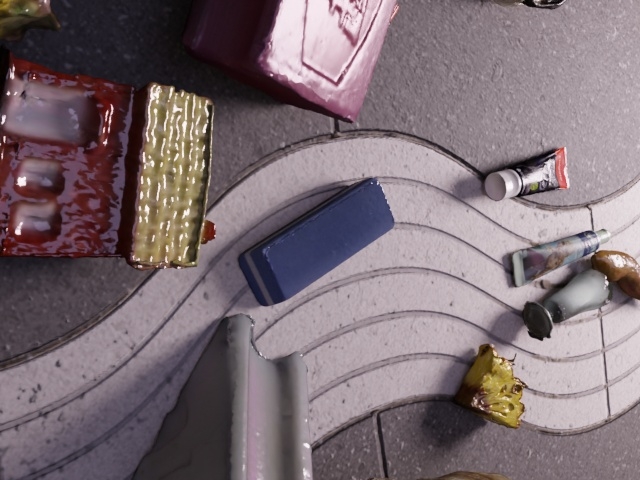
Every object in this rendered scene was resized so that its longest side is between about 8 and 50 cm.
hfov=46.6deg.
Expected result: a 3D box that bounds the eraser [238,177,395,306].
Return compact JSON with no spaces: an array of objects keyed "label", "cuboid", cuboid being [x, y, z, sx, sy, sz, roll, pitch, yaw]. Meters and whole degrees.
[{"label":"eraser","cuboid":[0.000,0.000,0.993,0.225,0.036,0.082,-34,109,-25]}]

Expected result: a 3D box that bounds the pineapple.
[{"label":"pineapple","cuboid":[0.258,0.232,1.159,0.116,0.069,0.137,-15,92,-24]}]

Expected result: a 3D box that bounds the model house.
[{"label":"model house","cuboid":[-0.223,-0.073,0.784,0.253,0.160,0.196,7,90,-34]}]

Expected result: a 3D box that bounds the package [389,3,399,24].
[{"label":"package","cuboid":[0.024,-0.344,0.992,0.200,0.022,0.083,37,75,-29]}]

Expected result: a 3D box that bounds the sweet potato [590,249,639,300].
[{"label":"sweet potato","cuboid":[0.548,0.062,1.324,0.218,0.051,0.065,27,76,-31]}]

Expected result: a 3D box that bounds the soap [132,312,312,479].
[{"label":"soap","cuboid":[-0.142,0.288,0.926,0.159,0.257,0.302,36,31,-28]}]

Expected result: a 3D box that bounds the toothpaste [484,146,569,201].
[{"label":"toothpaste","cuboid":[0.342,-0.105,1.194,0.193,0.045,0.071,-14,101,-36]}]

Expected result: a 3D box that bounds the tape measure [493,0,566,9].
[{"label":"tape measure","cuboid":[0.326,-0.487,1.096,0.231,0.133,0.271,42,63,-34]}]

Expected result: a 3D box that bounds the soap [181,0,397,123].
[{"label":"soap","cuboid":[0.000,-0.341,0.848,0.233,0.128,0.360,12,97,-60]}]

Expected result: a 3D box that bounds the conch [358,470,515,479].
[{"label":"conch","cuboid":[0.162,0.448,1.039,0.352,0.210,0.297,26,81,4]}]

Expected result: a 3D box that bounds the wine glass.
[{"label":"wine glass","cuboid":[0.408,0.106,1.232,0.155,0.072,0.072,-23,105,-28]}]

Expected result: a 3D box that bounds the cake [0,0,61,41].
[{"label":"cake","cuboid":[-0.365,-0.295,0.641,0.285,0.222,0.228,-5,98,-32]}]

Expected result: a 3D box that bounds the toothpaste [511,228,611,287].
[{"label":"toothpaste","cuboid":[0.404,0.020,1.243,0.216,0.037,0.062,-17,103,-24]}]
